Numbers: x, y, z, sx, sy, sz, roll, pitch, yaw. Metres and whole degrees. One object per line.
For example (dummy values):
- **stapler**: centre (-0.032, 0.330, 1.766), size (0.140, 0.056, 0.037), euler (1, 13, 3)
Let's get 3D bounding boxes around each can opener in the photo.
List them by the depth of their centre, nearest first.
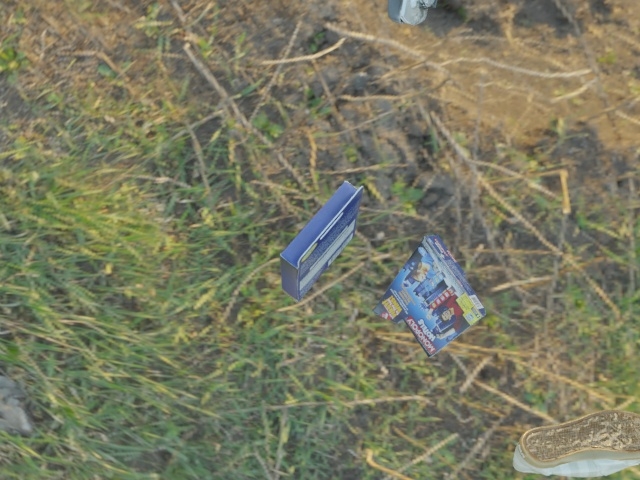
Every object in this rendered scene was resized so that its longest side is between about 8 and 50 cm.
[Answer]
- **can opener**: centre (0.166, -0.506, 1.586), size (0.076, 0.095, 0.283), euler (-11, 117, -49)

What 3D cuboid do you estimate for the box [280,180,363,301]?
- **box**: centre (0.000, 0.000, 1.294), size (0.036, 0.225, 0.136), euler (39, 75, 9)

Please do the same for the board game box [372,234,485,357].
- **board game box**: centre (0.207, 0.124, 1.877), size (0.060, 0.194, 0.194), euler (-6, 58, -55)

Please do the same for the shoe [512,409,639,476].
- **shoe**: centre (0.358, 0.276, 1.263), size (0.219, 0.058, 0.076), euler (-3, 45, -15)
